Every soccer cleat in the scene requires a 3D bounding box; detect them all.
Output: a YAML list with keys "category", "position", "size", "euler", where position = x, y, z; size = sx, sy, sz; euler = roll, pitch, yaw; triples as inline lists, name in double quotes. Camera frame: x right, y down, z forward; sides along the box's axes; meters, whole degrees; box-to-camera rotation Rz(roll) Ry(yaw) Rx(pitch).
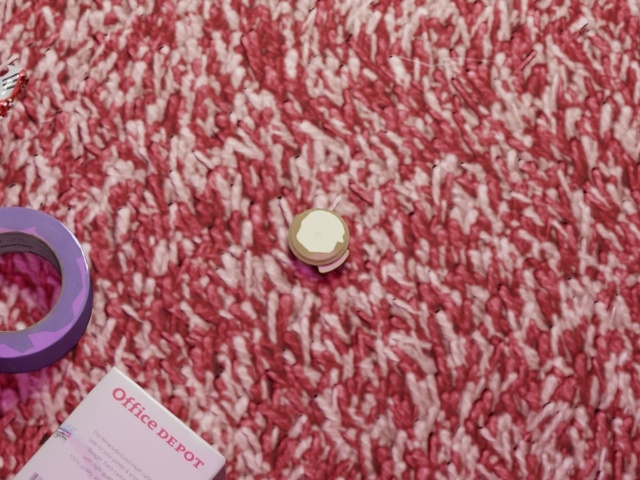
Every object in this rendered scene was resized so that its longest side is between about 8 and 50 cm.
- category: "soccer cleat"
  position: [-0.404, -0.188, 2.078]
  size: [0.035, 0.029, 0.083]
  euler: [23, 68, 13]

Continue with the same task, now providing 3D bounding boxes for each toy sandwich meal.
- category: "toy sandwich meal"
  position: [0.000, 0.000, 2.043]
  size: [0.085, 0.029, 0.086]
  euler: [0, 69, 0]

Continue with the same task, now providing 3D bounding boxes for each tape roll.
- category: "tape roll"
  position: [-0.370, 0.060, 1.968]
  size: [0.188, 0.080, 0.189]
  euler: [1, 72, -4]

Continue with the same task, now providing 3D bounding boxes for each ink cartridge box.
- category: "ink cartridge box"
  position: [-0.242, 0.296, 1.850]
  size: [0.171, 0.168, 0.233]
  euler: [40, 73, 9]
